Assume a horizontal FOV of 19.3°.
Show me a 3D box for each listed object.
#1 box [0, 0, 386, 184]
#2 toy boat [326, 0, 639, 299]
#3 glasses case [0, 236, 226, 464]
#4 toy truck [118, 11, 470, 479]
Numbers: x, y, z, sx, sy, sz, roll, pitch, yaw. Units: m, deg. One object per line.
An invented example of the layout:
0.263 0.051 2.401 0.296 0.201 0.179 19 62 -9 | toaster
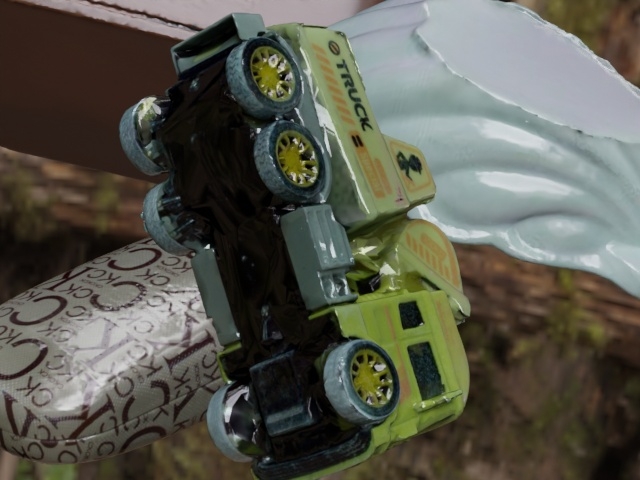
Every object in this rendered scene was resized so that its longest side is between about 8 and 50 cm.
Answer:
-0.092 -0.189 1.476 0.339 0.239 0.229 14 64 3 | box
0.109 -0.075 1.167 0.290 0.100 0.199 32 39 11 | toy boat
-0.079 0.048 1.241 0.354 0.085 0.137 -23 35 -38 | glasses case
0.000 0.000 0.794 0.116 0.085 0.191 -9 78 -46 | toy truck
